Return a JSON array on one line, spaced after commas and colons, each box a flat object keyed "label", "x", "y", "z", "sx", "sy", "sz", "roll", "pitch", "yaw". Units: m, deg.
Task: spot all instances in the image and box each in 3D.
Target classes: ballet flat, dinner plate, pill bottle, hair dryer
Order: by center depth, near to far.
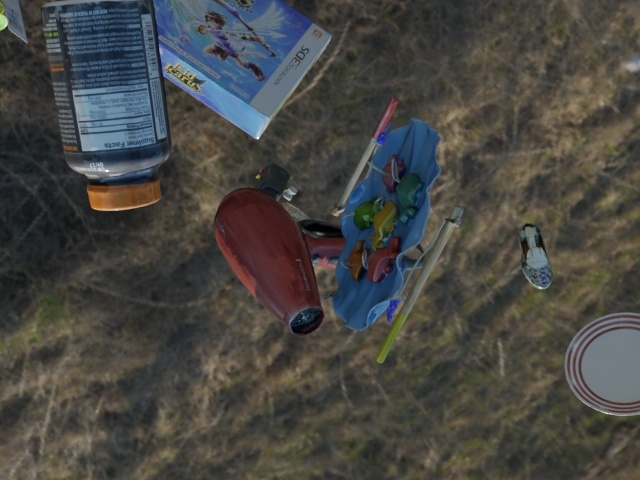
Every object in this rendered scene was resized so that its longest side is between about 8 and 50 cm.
[{"label": "hair dryer", "x": 0.000, "y": 0.000, "z": 0.883, "sx": 0.293, "sy": 0.224, "sz": 0.080, "roll": -61, "pitch": 169, "yaw": -58}, {"label": "pill bottle", "x": -0.249, "y": -0.162, "z": 1.009, "sx": 0.130, "sy": 0.130, "sz": 0.245, "roll": -13, "pitch": 108, "yaw": -28}, {"label": "dinner plate", "x": 0.374, "y": 0.153, "z": 1.041, "sx": 0.141, "sy": 0.141, "sz": 0.017, "roll": -33, "pitch": 136, "yaw": 0}, {"label": "ballet flat", "x": 0.299, "y": 0.017, "z": 1.184, "sx": 0.041, "sy": 0.114, "sz": 0.041, "roll": 0, "pitch": 133, "yaw": 0}]

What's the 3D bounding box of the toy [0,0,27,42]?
[{"label": "toy", "x": -0.504, "y": -0.399, "z": 1.214, "sx": 0.056, "sy": 0.237, "sz": 0.137, "roll": -27, "pitch": 159, "yaw": 10}]

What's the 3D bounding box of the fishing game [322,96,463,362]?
[{"label": "fishing game", "x": 0.043, "y": -0.017, "z": 0.714, "sx": 0.041, "sy": 0.264, "sz": 0.189, "roll": 19, "pitch": 117, "yaw": -16}]

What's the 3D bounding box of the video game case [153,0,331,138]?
[{"label": "video game case", "x": -0.148, "y": -0.323, "z": 1.341, "sx": 0.061, "sy": 0.269, "sz": 0.244, "roll": -51, "pitch": -173, "yaw": 50}]
